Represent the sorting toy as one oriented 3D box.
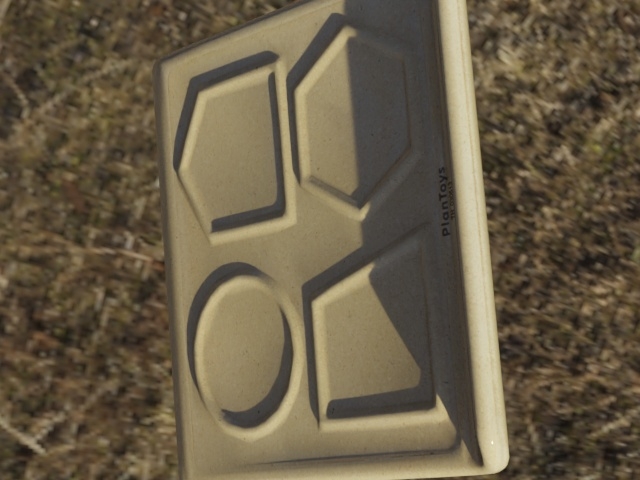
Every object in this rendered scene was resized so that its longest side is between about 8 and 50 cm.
[{"bbox_3d":[0.000,0.000,0.613,0.208,0.038,0.193,-14,78,51],"label":"sorting toy"}]
